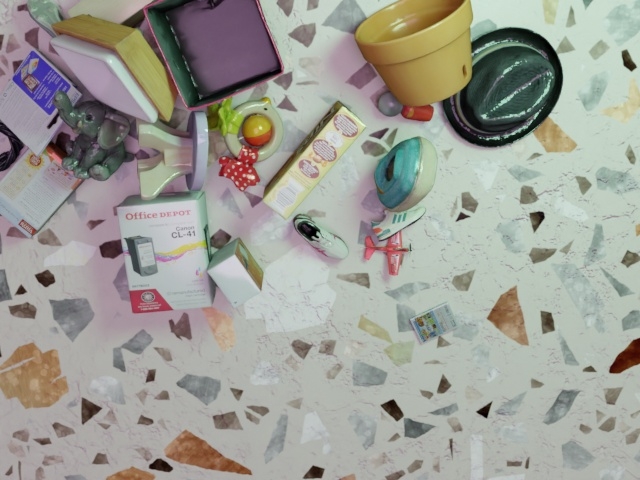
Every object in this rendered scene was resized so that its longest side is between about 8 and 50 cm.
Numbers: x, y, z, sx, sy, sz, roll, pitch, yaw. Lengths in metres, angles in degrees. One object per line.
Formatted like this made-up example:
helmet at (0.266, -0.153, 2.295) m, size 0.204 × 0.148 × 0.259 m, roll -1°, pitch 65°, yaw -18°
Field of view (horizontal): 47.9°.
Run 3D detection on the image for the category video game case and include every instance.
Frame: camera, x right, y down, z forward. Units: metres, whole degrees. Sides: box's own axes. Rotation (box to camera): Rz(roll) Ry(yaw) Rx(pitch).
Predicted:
video game case at (0.334, 0.241, 2.115) m, size 0.122 × 0.011 × 0.087 m, roll -25°, pitch 105°, yaw 5°

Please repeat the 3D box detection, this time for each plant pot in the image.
plant pot at (0.255, -0.472, 1.794) m, size 0.291 × 0.291 × 0.203 m, roll -24°, pitch 121°, yaw 4°

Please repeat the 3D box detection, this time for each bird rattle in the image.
bird rattle at (-0.191, -0.269, 1.900) m, size 0.207 × 0.143 × 0.253 m, roll -26°, pitch 109°, yaw -12°

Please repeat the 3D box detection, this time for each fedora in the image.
fedora at (0.486, -0.392, 1.873) m, size 0.334 × 0.152 × 0.334 m, roll -1°, pitch 105°, yaw -2°

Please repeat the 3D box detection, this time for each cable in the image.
cable at (-0.886, -0.249, 1.912) m, size 0.184 × 0.047 × 0.150 m, roll 5°, pitch 108°, yaw -5°

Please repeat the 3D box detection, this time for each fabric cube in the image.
fabric cube at (-0.246, -0.488, 1.764) m, size 0.254 × 0.258 × 0.259 m, roll -21°, pitch 105°, yaw 3°

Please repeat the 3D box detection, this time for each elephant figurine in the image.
elephant figurine at (-0.565, -0.281, 1.813) m, size 0.169 × 0.186 × 0.239 m, roll 12°, pitch 124°, yaw -5°

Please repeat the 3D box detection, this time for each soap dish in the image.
soap dish at (-0.483, -0.413, 1.705) m, size 0.118 × 0.291 × 0.229 m, roll -50°, pitch 140°, yaw -17°

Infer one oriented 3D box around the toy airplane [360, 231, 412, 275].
toy airplane at (0.185, 0.026, 2.038) m, size 0.151 × 0.028 × 0.151 m, roll 0°, pitch 90°, yaw -6°

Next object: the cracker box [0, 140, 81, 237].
cracker box at (-0.761, -0.143, 1.937) m, size 0.156 × 0.067 × 0.232 m, roll 43°, pitch 99°, yaw -11°

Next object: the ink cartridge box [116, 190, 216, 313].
ink cartridge box at (-0.416, 0.031, 1.967) m, size 0.226 × 0.131 × 0.306 m, roll -5°, pitch 107°, yaw -1°

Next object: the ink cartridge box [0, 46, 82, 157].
ink cartridge box at (-0.722, -0.351, 1.852) m, size 0.208 × 0.045 × 0.206 m, roll 43°, pitch 100°, yaw 16°

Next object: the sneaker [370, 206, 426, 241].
sneaker at (0.214, -0.065, 2.003) m, size 0.161 × 0.057 × 0.075 m, roll -32°, pitch 84°, yaw -2°

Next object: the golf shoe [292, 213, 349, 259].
golf shoe at (0.000, 0.000, 1.998) m, size 0.186 × 0.086 × 0.067 m, roll 34°, pitch 100°, yaw -12°

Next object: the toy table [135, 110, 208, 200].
toy table at (-0.381, -0.225, 1.824) m, size 0.161 × 0.252 × 0.274 m, roll -3°, pitch 148°, yaw -17°

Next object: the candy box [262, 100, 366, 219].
candy box at (-0.020, -0.214, 1.886) m, size 0.087 × 0.183 × 0.316 m, roll 40°, pitch 100°, yaw -12°

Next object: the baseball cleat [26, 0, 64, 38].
baseball cleat at (-0.672, -0.527, 1.832) m, size 0.072 × 0.109 × 0.206 m, roll -37°, pitch 75°, yaw -28°

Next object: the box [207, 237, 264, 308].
box at (-0.229, 0.086, 1.968) m, size 0.091 × 0.170 × 0.130 m, roll -32°, pitch 105°, yaw 6°

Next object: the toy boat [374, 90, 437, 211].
toy boat at (0.208, -0.234, 1.889) m, size 0.148 × 0.267 × 0.318 m, roll 12°, pitch 74°, yaw -13°

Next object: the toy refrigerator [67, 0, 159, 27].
toy refrigerator at (-0.486, -0.603, 1.810) m, size 0.269 × 0.094 × 0.102 m, roll -34°, pitch 97°, yaw 6°
